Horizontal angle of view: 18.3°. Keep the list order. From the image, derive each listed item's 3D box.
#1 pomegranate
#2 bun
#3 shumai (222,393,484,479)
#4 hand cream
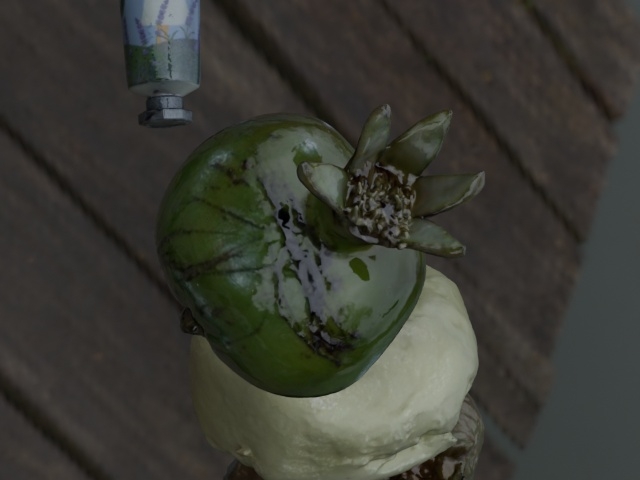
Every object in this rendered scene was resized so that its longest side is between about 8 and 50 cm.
[{"bbox_3d":[0.000,0.000,1.052,0.152,0.191,0.131,50,52,-15],"label":"pomegranate"},{"bbox_3d":[0.013,0.103,1.485,0.229,0.229,0.145,-34,116,-51],"label":"bun"},{"bbox_3d":[0.051,0.302,1.706,0.346,0.217,0.283,-56,132,-22],"label":"shumai"},{"bbox_3d":[-0.127,-0.214,1.528,0.055,0.088,0.256,32,54,-77],"label":"hand cream"}]
